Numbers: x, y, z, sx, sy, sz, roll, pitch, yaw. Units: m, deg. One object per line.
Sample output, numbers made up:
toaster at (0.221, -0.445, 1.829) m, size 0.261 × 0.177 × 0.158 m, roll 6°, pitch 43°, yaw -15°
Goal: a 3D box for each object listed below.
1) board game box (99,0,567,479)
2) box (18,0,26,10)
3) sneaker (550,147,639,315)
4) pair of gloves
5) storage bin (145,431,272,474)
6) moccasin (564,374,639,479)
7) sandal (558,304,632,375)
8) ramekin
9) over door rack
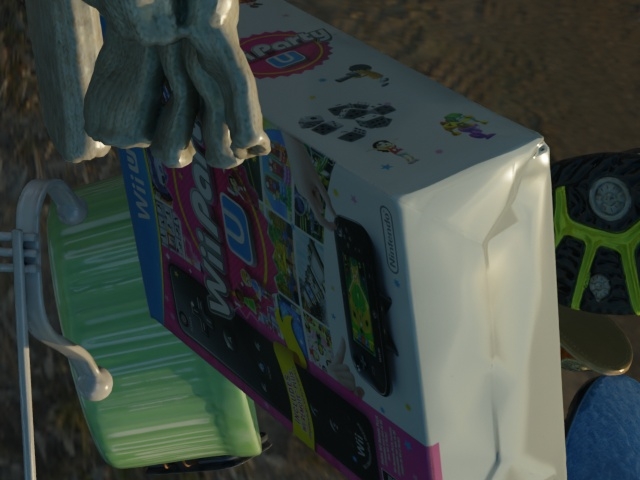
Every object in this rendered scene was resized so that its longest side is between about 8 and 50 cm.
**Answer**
board game box at (0.000, 0.000, 0.936) m, size 0.097 × 0.303 × 0.224 m, roll -24°, pitch 125°, yaw -25°
box at (-0.252, -0.371, 1.395) m, size 0.191 × 0.143 × 0.381 m, roll -36°, pitch 88°, yaw -25°
sneaker at (0.334, -0.024, 1.429) m, size 0.385 × 0.147 × 0.145 m, roll -7°, pitch 96°, yaw 32°
pair of gloves at (-0.063, -0.122, 0.475) m, size 0.042 × 0.240 × 0.204 m, roll -9°, pitch 98°, yaw -14°
storage bin at (-0.136, 0.194, 1.791) m, size 0.135 × 0.098 × 0.091 m, roll -10°, pitch 98°, yaw 36°
moccasin at (0.266, 0.306, 1.748) m, size 0.138 × 0.117 × 0.342 m, roll 20°, pitch 67°, yaw -13°
sandal at (0.254, 0.100, 1.816) m, size 0.088 × 0.240 × 0.079 m, roll 0°, pitch 123°, yaw -27°
ramekin at (-0.159, 0.073, 1.604) m, size 0.148 × 0.303 × 0.303 m, roll -12°, pitch 102°, yaw -2°
over door rack at (-0.253, 0.124, 0.999) m, size 0.239 × 0.108 × 0.324 m, roll 2°, pitch 88°, yaw 22°
